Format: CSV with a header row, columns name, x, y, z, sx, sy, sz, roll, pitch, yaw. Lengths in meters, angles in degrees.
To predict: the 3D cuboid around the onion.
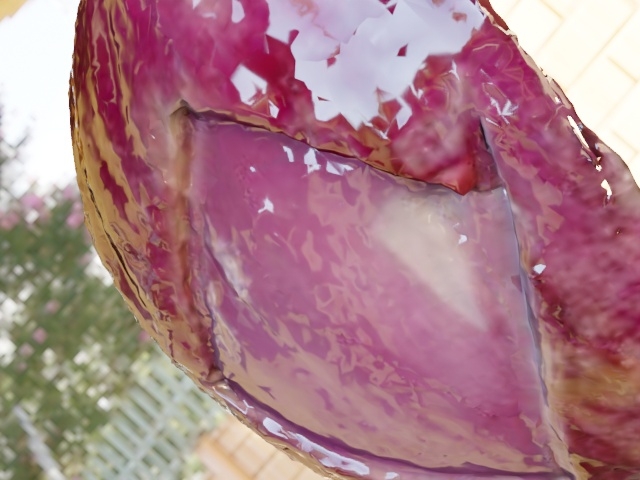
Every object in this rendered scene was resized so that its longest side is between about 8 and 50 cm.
name,x,y,z,sx,sy,sz,roll,pitch,yaw
onion,0.000,0.000,0.497,0.111,0.250,0.247,-38,2,-11
